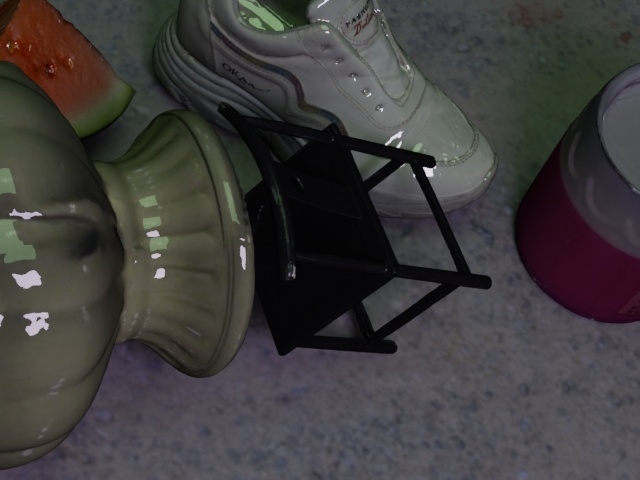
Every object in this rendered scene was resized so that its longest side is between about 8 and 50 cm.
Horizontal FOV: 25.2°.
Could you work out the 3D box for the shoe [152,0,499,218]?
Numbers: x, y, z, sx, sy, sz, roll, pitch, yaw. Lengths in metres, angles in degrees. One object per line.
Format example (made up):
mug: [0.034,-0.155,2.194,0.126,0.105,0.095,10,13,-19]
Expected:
shoe: [0.016,-0.155,1.279,0.342,0.210,0.132,28,56,2]

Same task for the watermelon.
watermelon: [-0.281,-0.144,1.251,0.193,0.145,0.137,-8,91,-51]

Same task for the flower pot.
flower pot: [-0.203,0.012,1.079,0.244,0.307,0.307,-4,60,-28]

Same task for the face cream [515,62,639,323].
face cream: [0.288,-0.041,1.293,0.175,0.195,0.175,7,58,-12]

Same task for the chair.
chair: [0.000,0.000,1.157,0.260,0.141,0.154,9,51,-49]
